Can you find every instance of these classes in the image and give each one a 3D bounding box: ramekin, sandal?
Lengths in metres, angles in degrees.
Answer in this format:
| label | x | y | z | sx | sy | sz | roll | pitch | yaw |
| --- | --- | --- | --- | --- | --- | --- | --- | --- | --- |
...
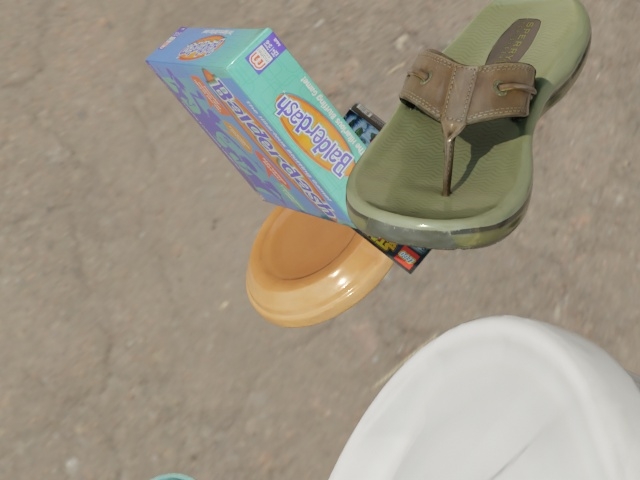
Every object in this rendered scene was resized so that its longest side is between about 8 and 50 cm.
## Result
| label | x | y | z | sx | sy | sz | roll | pitch | yaw |
| --- | --- | --- | --- | --- | --- | --- | --- | --- | --- |
| ramekin | 0.090 | 0.171 | 0.594 | 0.127 | 0.273 | 0.273 | 15 | 113 | -22 |
| sandal | 0.097 | -0.098 | 1.074 | 0.120 | 0.303 | 0.086 | 8 | 132 | 21 |

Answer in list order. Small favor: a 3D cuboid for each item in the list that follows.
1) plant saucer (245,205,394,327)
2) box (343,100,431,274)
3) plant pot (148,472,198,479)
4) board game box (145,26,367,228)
| label | x | y | z | sx | sy | sz | roll | pitch | yaw |
| --- | --- | --- | --- | --- | --- | --- | --- | --- | --- |
| plant saucer | 0.000 | 0.000 | 1.682 | 0.200 | 0.200 | 0.037 | -27 | 128 | 21 |
| box | 0.057 | -0.047 | 1.454 | 0.137 | 0.027 | 0.094 | 38 | 118 | 2 |
| plant pot | -0.059 | 0.362 | 1.299 | 0.235 | 0.293 | 0.293 | 24 | 115 | -27 |
| board game box | -0.041 | -0.090 | 1.242 | 0.047 | 0.210 | 0.160 | -44 | 110 | -12 |
